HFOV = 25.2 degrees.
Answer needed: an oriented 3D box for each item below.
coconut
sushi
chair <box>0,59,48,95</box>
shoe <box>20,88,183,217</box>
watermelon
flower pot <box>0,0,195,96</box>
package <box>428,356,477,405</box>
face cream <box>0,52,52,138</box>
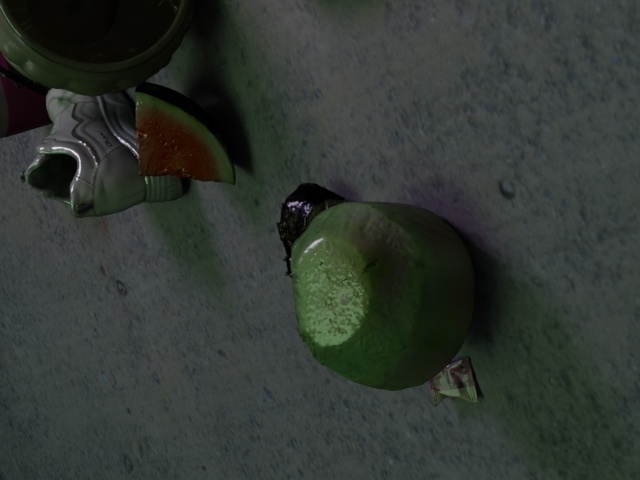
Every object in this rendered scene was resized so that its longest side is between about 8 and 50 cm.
[{"bbox_3d":[0.071,0.057,1.660,0.236,0.236,0.204,43,108,37],"label":"coconut"},{"bbox_3d":[0.000,0.000,1.849,0.078,0.090,0.150,38,140,47],"label":"sushi"},{"bbox_3d":[-0.430,-0.321,2.176,0.260,0.141,0.154,14,-128,-86],"label":"chair"},{"bbox_3d":[-0.385,-0.146,2.258,0.342,0.210,0.132,41,141,40],"label":"shoe"},{"bbox_3d":[-0.187,-0.150,2.034,0.193,0.145,0.137,74,-160,-78],"label":"watermelon"},{"bbox_3d":[-0.334,-0.339,1.982,0.307,0.307,0.244,68,159,-1],"label":"flower pot"},{"bbox_3d":[0.159,0.174,1.765,0.083,0.029,0.059,-13,91,50],"label":"package"},{"bbox_3d":[-0.553,-0.266,2.468,0.175,0.195,0.175,38,139,43],"label":"face cream"}]
